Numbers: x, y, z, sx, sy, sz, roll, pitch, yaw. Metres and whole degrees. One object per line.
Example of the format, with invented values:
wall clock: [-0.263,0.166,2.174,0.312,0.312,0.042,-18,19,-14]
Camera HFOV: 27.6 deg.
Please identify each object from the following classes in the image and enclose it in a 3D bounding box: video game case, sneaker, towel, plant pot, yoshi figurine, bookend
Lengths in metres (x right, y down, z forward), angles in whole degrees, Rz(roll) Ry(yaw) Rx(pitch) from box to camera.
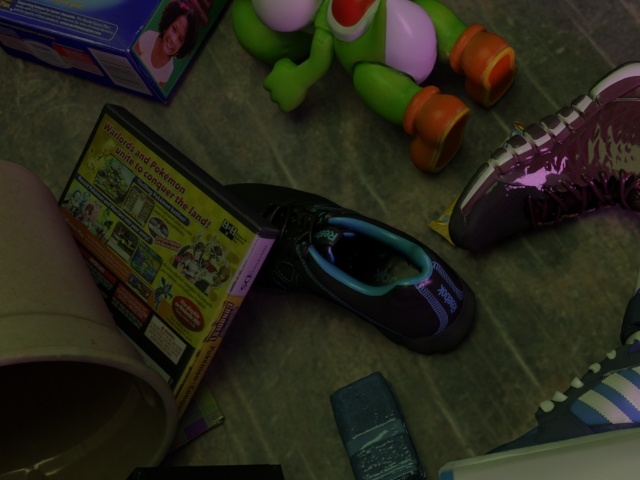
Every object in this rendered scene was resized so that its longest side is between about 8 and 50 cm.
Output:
video game case: [-0.194,0.025,1.390,0.275,0.035,0.248,38,107,33]
sneaker: [0.276,-0.052,1.315,0.281,0.106,0.162,-39,62,-6]
towel: [-0.147,0.188,1.373,0.083,0.009,0.060,-32,58,-2]
plant pot: [-0.342,0.093,1.297,0.334,0.334,0.305,-26,55,3]
towel: [0.055,0.195,1.295,0.067,0.029,0.119,-23,59,4]
sneaker: [0.287,0.130,1.213,0.323,0.130,0.236,-14,50,15]
sneaker: [0.000,0.000,1.351,0.341,0.139,0.125,19,72,27]
yoshi figurine: [0.031,-0.227,1.476,0.362,0.203,0.203,36,118,15]
bookend: [-0.131,0.285,1.268,0.157,0.156,0.072,4,53,-31]

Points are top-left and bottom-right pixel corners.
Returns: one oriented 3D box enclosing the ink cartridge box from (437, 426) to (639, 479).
ink cartridge box: [0.214,0.342,0.955,0.166,0.395,0.285,-13,60,8]

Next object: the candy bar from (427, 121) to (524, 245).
candy bar: [0.179,-0.063,1.400,0.040,0.018,0.161,34,78,29]

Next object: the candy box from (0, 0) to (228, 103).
candy box: [-0.242,-0.357,1.628,0.268,0.122,0.317,20,71,27]
